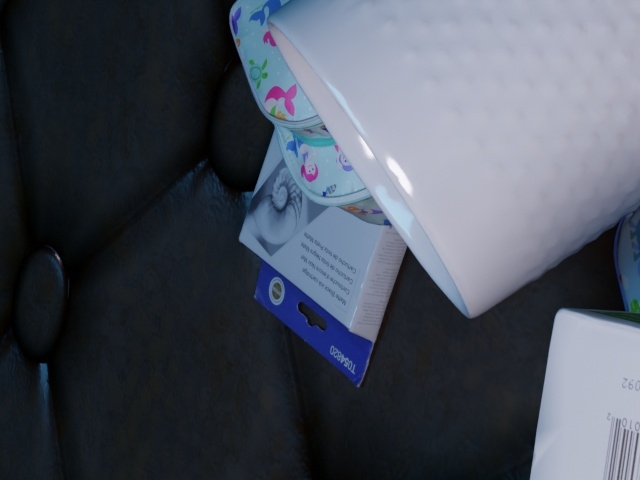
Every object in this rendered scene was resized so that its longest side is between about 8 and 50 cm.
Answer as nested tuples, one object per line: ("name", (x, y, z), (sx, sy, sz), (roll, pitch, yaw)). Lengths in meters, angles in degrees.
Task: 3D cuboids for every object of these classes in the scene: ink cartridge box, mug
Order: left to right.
("ink cartridge box", (0.000, 0.000, 1.862), (0.223, 0.045, 0.224), (36, 115, 50))
("mug", (0.153, -0.167, 1.436), (0.328, 0.276, 0.374), (-34, 36, -2))

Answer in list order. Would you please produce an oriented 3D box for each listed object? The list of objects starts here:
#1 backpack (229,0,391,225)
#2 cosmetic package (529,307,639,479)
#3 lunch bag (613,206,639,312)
("backpack", (0.049, -0.150, 1.689), (0.225, 0.191, 0.253), (-29, 66, 25))
("cosmetic package", (0.323, 0.136, 1.121), (0.197, 0.366, 0.155), (14, 98, 52))
("lunch bag", (0.315, 0.053, 1.379), (0.176, 0.090, 0.219), (-34, 58, 48))
